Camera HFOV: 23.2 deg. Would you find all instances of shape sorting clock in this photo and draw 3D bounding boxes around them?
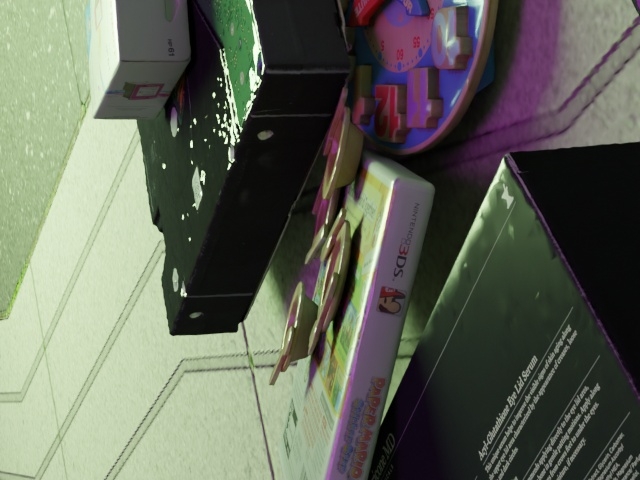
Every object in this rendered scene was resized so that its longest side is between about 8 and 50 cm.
[{"bbox_3d":[0.045,-0.152,0.897,0.206,0.040,0.206,173,90,-66],"label":"shape sorting clock"}]

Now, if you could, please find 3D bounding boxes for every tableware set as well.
[{"bbox_3d":[0.000,0.000,0.917,0.141,0.020,0.169,112,168,-58],"label":"tableware set"}]

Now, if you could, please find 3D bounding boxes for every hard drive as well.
[{"bbox_3d":[-0.065,-0.112,1.086,0.339,0.064,0.237,114,149,-55],"label":"hard drive"}]

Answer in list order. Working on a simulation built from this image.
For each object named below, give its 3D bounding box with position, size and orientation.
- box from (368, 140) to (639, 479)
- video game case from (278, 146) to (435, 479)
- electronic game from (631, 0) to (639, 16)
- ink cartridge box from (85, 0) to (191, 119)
[{"bbox_3d":[0.120,0.109,0.720,0.261,0.103,0.184,110,143,-47],"label":"box"},{"bbox_3d":[0.015,0.055,0.889,0.227,0.026,0.206,-121,44,-81],"label":"video game case"},{"bbox_3d":[0.186,-0.127,0.501,0.229,0.048,0.229,22,123,40],"label":"electronic game"},{"bbox_3d":[-0.130,-0.145,1.096,0.122,0.052,0.088,140,126,-67],"label":"ink cartridge box"}]
